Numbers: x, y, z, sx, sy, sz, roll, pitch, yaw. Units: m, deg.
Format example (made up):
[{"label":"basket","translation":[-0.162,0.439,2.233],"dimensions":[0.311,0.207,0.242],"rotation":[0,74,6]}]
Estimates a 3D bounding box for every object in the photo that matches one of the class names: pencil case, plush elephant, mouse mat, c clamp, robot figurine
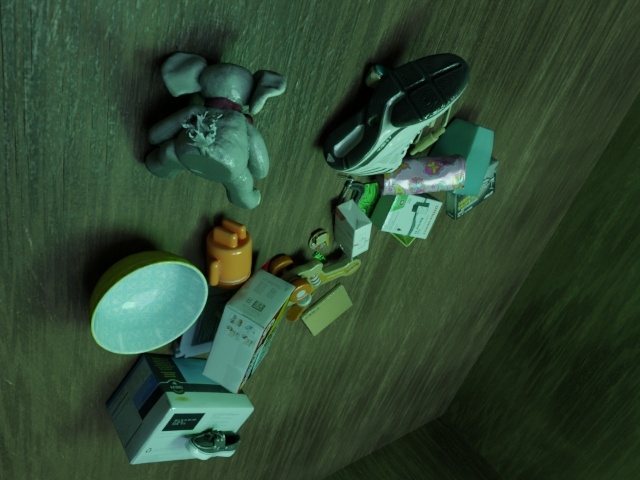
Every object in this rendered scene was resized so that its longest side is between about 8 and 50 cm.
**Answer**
[{"label":"pencil case","translation":[0.324,-0.212,1.659],"dimensions":[0.285,0.124,0.124],"rotation":[-7,134,-4]},{"label":"plush elephant","translation":[-0.217,-0.264,1.111],"dimensions":[0.330,0.272,0.255],"rotation":[125,-18,-68]},{"label":"mouse mat","translation":[0.151,-0.117,1.765],"dimensions":[0.153,0.007,0.189],"rotation":[-12,131,-36]},{"label":"c clamp","translation":[0.083,-0.136,1.669],"dimensions":[0.137,0.022,0.160],"rotation":[-4,127,-43]},{"label":"robot figurine","translation":[-0.253,0.046,1.433],"dimensions":[0.128,0.158,0.219],"rotation":[-3,129,-15]}]

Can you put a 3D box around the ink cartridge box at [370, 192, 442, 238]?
[{"label":"ink cartridge box","translation":[0.301,-0.101,1.799],"dimensions":[0.209,0.087,0.152],"rotation":[9,113,-31]}]

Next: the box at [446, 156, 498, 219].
[{"label":"box","translation":[0.610,-0.212,2.072],"dimensions":[0.231,0.056,0.183],"rotation":[-33,142,-16]}]

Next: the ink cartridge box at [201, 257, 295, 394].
[{"label":"ink cartridge box","translation":[-0.199,0.249,1.529],"dimensions":[0.272,0.130,0.309],"rotation":[-52,169,-53]}]

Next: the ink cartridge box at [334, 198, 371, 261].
[{"label":"ink cartridge box","translation":[0.103,-0.028,1.686],"dimensions":[0.067,0.115,0.198],"rotation":[-26,151,-17]}]

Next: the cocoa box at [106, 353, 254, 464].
[{"label":"cocoa box","translation":[-0.436,0.523,1.618],"dimensions":[0.231,0.228,0.347],"rotation":[-53,143,10]}]

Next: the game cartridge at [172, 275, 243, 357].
[{"label":"game cartridge","translation":[-0.337,0.227,1.584],"dimensions":[0.198,0.062,0.297],"rotation":[-10,131,-43]}]

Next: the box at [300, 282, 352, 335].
[{"label":"box","translation":[0.025,0.271,1.994],"dimensions":[0.201,0.021,0.164],"rotation":[-39,143,-10]}]

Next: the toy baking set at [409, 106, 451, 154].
[{"label":"toy baking set","translation":[0.325,-0.373,1.527],"dimensions":[0.030,0.256,0.196],"rotation":[11,74,-21]}]

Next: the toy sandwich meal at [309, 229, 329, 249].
[{"label":"toy sandwich meal","translation":[0.000,0.000,1.710],"dimensions":[0.086,0.029,0.085],"rotation":[-25,139,-25]}]

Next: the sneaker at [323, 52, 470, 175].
[{"label":"sneaker","translation":[0.232,-0.343,1.480],"dimensions":[0.448,0.169,0.258],"rotation":[-34,165,18]}]

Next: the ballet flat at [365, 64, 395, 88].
[{"label":"ballet flat","translation":[0.202,-0.452,1.467],"dimensions":[0.206,0.073,0.067],"rotation":[1,149,-41]}]

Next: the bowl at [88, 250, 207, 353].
[{"label":"bowl","translation":[-0.451,0.127,1.295],"dimensions":[0.290,0.156,0.289],"rotation":[-26,139,-25]}]

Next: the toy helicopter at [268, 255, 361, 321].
[{"label":"toy helicopter","translation":[-0.013,0.140,1.742],"dimensions":[0.355,0.140,0.234],"rotation":[-19,142,-29]}]

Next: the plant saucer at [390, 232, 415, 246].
[{"label":"plant saucer","translation":[0.341,-0.086,1.942],"dimensions":[0.188,0.045,0.188],"rotation":[-49,143,5]}]

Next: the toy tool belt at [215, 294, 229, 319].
[{"label":"toy tool belt","translation":[-0.280,0.210,1.536],"dimensions":[0.052,0.051,0.083],"rotation":[-9,129,-39]}]

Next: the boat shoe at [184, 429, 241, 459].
[{"label":"boat shoe","translation":[-0.317,0.610,1.559],"dimensions":[0.076,0.080,0.228],"rotation":[-52,144,-1]}]

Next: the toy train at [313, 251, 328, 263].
[{"label":"toy train","translation":[0.002,0.062,1.781],"dimensions":[0.024,0.017,0.083],"rotation":[-40,144,9]}]

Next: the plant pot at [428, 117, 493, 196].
[{"label":"plant pot","translation":[0.494,-0.296,1.801],"dimensions":[0.166,0.166,0.234],"rotation":[1,116,-45]}]
